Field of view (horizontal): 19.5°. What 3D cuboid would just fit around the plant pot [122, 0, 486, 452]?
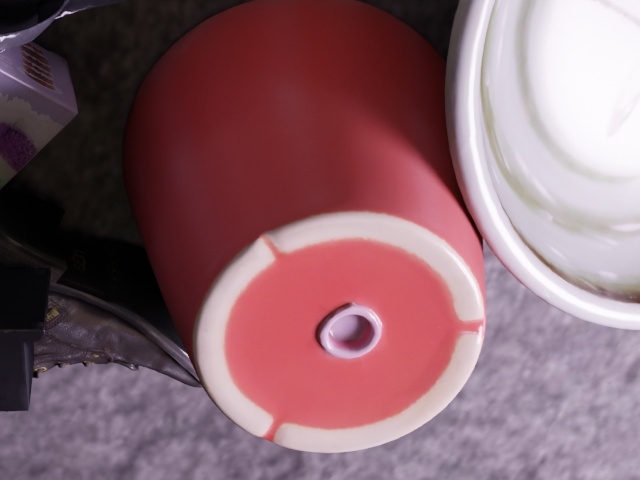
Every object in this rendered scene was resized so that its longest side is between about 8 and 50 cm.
[{"bbox_3d":[0.000,0.000,1.305,0.275,0.243,0.275,-4,123,-6],"label":"plant pot"}]

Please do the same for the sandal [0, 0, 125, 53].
[{"bbox_3d":[-0.199,-0.167,1.203,0.254,0.054,0.097,-32,116,-32],"label":"sandal"}]

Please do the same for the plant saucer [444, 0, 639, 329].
[{"bbox_3d":[0.245,-0.138,1.296,0.400,0.100,0.400,-11,114,-24],"label":"plant saucer"}]

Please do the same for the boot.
[{"bbox_3d":[-0.227,0.090,1.435,0.263,0.091,0.229,34,118,-21],"label":"boot"}]

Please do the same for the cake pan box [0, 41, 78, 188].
[{"bbox_3d":[-0.342,-0.086,1.266,0.246,0.070,0.267,-41,133,19],"label":"cake pan box"}]

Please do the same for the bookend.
[{"bbox_3d":[-0.272,0.100,1.346,0.157,0.072,0.156,0,127,-4],"label":"bookend"}]
